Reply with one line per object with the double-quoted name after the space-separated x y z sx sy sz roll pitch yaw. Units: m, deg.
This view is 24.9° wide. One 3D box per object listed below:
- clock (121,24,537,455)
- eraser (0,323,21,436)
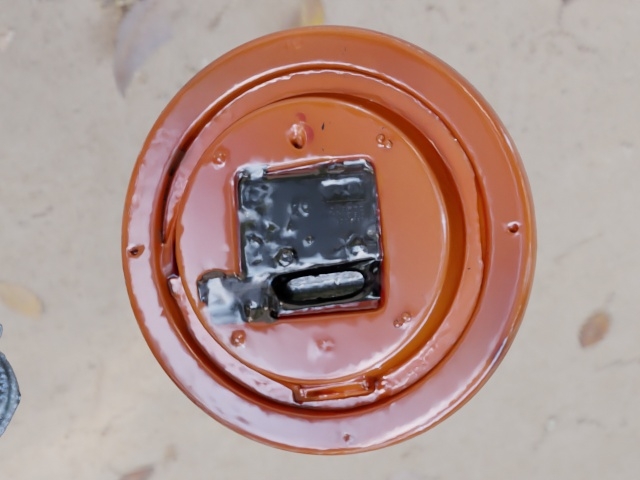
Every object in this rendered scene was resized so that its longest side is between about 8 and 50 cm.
0.000 0.000 0.690 0.205 0.205 0.051 -28 173 14 "clock"
-0.302 0.100 0.931 0.087 0.290 0.171 2 99 -40 "eraser"
